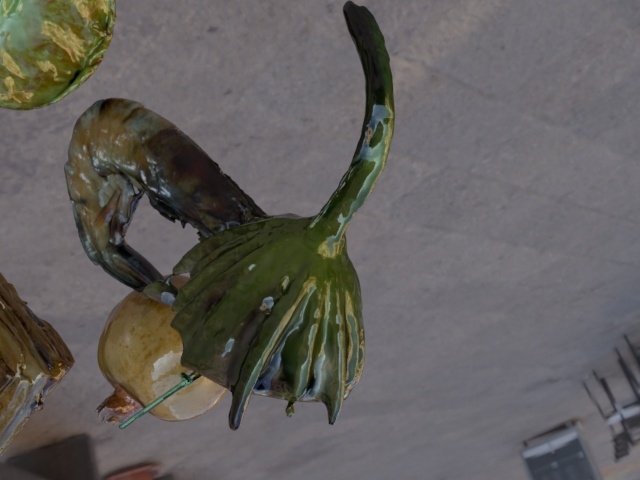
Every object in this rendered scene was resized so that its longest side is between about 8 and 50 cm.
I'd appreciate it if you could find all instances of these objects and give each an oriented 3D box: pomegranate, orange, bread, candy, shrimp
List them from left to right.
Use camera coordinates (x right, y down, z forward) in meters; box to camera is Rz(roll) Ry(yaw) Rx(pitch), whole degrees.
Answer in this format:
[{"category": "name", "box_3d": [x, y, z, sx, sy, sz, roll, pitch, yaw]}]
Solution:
[{"category": "orange", "box_3d": [-0.422, -0.301, 0.985, 0.196, 0.263, 0.334, 13, -177, 39]}, {"category": "bread", "box_3d": [-0.559, 0.199, 1.313, 0.370, 0.314, 0.191, -47, 169, 25]}, {"category": "shrimp", "box_3d": [-0.196, -0.024, 1.018, 0.071, 0.365, 0.233, -16, 139, -55]}, {"category": "pomegranate", "box_3d": [-0.197, 0.147, 1.121, 0.207, 0.207, 0.207, -17, 155, -8]}, {"category": "candy", "box_3d": [-0.165, 0.172, 1.009, 0.184, 0.049, 0.056, -34, 156, -17]}]

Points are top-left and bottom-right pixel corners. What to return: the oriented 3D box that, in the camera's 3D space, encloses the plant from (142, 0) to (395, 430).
[{"category": "plant", "box_3d": [-0.025, -0.002, 0.713, 0.180, 0.251, 0.334, -10, 139, -34]}]
